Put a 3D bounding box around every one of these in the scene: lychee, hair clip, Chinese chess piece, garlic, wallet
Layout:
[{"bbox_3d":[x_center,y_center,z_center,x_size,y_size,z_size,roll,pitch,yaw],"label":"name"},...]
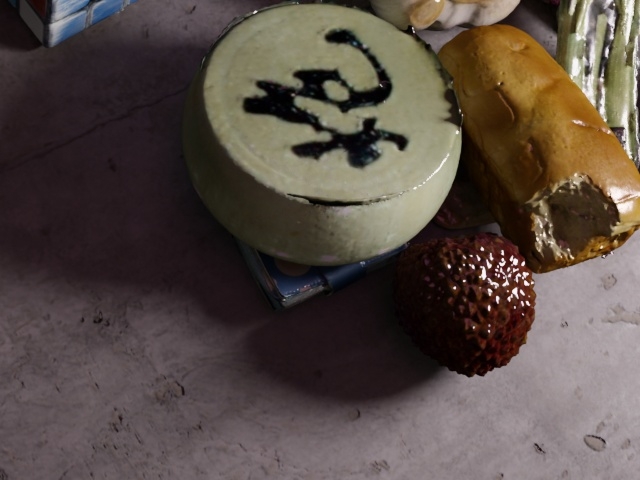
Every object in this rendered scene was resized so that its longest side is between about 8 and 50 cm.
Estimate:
[{"bbox_3d":[0.178,0.080,1.346,0.188,0.188,0.188,5,70,-14],"label":"lychee"},{"bbox_3d":[0.387,-0.241,1.550,0.138,0.091,0.321,3,91,-15],"label":"hair clip"},{"bbox_3d":[0.002,-0.138,1.347,0.349,0.146,0.349,5,56,-7],"label":"Chinese chess piece"},{"bbox_3d":[0.180,-0.385,1.516,0.281,0.185,0.203,-22,54,-1],"label":"garlic"},{"bbox_3d":[-0.001,0.001,1.386,0.202,0.059,0.141,-22,72,-23],"label":"wallet"}]

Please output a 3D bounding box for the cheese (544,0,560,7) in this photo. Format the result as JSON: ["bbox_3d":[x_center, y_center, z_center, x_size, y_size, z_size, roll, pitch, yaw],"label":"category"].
[{"bbox_3d":[0.392,-0.377,1.613,0.244,0.062,0.155,16,85,-12],"label":"cheese"}]

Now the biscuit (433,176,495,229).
[{"bbox_3d":[0.213,-0.055,1.485,0.147,0.018,0.071,-10,73,-19],"label":"biscuit"}]

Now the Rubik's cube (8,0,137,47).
[{"bbox_3d":[-0.305,-0.444,1.348,0.259,0.256,0.253,-38,84,-24],"label":"Rubik's cube"}]

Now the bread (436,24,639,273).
[{"bbox_3d":[0.282,-0.130,1.420,0.195,0.149,0.344,-17,60,-25],"label":"bread"}]
